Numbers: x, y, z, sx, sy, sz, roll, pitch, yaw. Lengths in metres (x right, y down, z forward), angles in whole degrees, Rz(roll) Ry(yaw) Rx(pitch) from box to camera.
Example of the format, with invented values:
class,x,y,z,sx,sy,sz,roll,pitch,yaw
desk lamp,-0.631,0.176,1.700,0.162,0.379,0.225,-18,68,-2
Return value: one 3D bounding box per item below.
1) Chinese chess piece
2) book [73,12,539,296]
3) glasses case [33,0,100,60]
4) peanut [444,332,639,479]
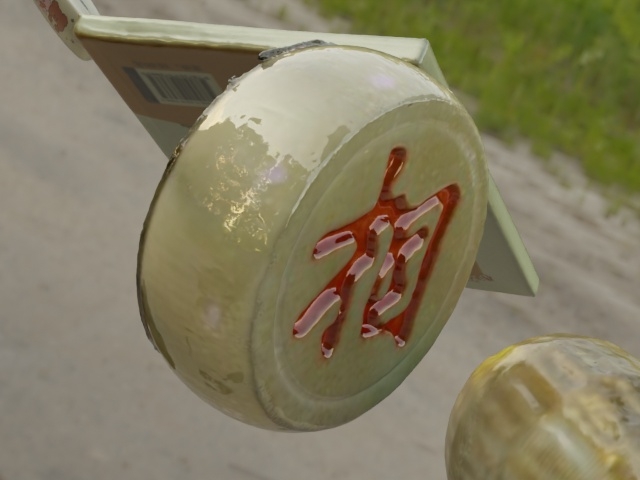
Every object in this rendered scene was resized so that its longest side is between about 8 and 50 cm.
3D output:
class,x,y,z,sx,sy,sz,roll,pitch,yaw
Chinese chess piece,0.000,0.000,0.602,0.051,0.122,0.122,30,19,32
book,0.001,-0.044,1.161,0.208,0.020,0.295,7,-24,21
glasses case,-0.162,-0.149,1.244,0.021,0.032,0.083,-19,62,-37
peanut,0.105,0.099,0.600,0.087,0.087,0.206,10,22,-33
